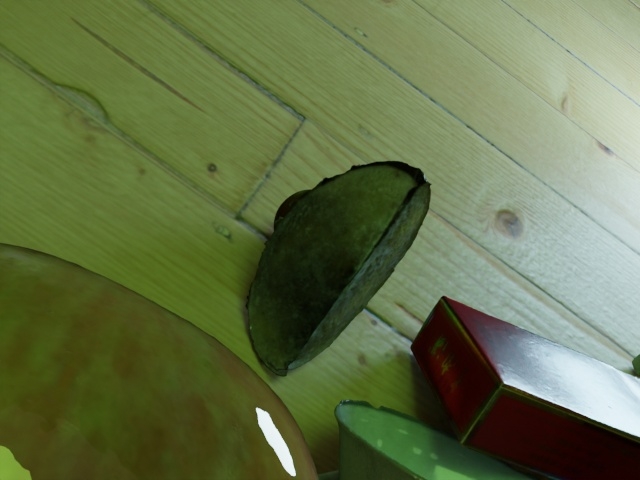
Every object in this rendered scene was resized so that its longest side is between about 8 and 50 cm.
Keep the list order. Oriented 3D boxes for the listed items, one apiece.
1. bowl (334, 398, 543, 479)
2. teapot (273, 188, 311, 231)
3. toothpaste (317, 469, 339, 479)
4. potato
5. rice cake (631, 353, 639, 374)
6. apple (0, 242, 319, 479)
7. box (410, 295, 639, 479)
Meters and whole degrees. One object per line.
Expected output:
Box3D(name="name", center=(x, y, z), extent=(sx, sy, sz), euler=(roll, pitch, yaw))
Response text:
Box3D(name="bowl", center=(0.129, 0.281, 0.769), extent=(0.313, 0.146, 0.313), euler=(24, 1, 0))
Box3D(name="teapot", center=(0.000, 0.000, 1.004), extent=(0.098, 0.078, 0.129), euler=(-42, 98, -9))
Box3D(name="toothpaste", center=(-0.087, 0.247, 0.739), extent=(0.314, 0.058, 0.056), euler=(8, 10, -36))
Box3D(name="potato", center=(0.016, 0.019, 0.935), extent=(0.120, 0.261, 0.100), euler=(39, 4, 27))
Box3D(name="rice cake", center=(0.531, 0.184, 1.250), extent=(0.180, 0.042, 0.030), euler=(7, 49, -33))
Box3D(name="apple", center=(-0.183, 0.193, 0.429), extent=(0.391, 0.391, 0.347), euler=(26, 50, -15))
Box3D(name="box", center=(0.275, 0.192, 0.968), extent=(0.313, 0.089, 0.197), euler=(22, 16, -19))
